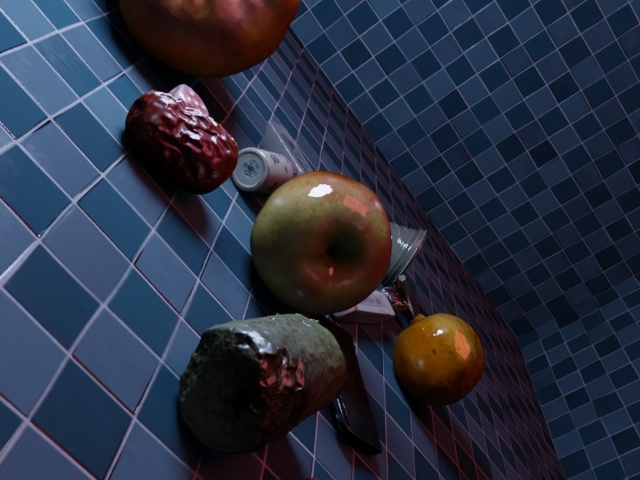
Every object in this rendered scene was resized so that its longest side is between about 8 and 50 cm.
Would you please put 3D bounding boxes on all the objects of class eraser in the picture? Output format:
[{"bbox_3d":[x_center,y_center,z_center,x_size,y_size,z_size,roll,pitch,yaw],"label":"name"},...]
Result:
[{"bbox_3d":[0.112,0.178,1.849,0.352,0.061,0.089,17,44,-63],"label":"eraser"},{"bbox_3d":[-0.066,-0.184,1.933,0.353,0.077,0.111,59,17,19],"label":"eraser"}]

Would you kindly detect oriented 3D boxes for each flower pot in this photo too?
[{"bbox_3d":[0.241,0.028,2.239,0.140,0.236,0.235,35,18,3],"label":"flower pot"}]

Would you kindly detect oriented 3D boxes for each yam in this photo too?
[{"bbox_3d":[-0.087,0.214,1.073,0.195,0.195,0.300,61,17,11],"label":"yam"}]

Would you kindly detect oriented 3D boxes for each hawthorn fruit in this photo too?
[{"bbox_3d":[-0.279,-0.615,1.631,0.472,0.471,0.472,49,20,-24],"label":"hawthorn fruit"}]

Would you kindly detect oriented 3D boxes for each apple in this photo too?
[{"bbox_3d":[0.000,0.000,1.472,0.319,0.319,0.277,48,0,-26],"label":"apple"}]

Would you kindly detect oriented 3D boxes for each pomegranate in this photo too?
[{"bbox_3d":[0.326,0.324,1.862,0.264,0.264,0.264,49,20,-24],"label":"pomegranate"}]

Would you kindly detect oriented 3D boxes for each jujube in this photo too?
[{"bbox_3d":[-0.274,-0.193,1.332,0.230,0.155,0.155,37,26,-34],"label":"jujube"}]

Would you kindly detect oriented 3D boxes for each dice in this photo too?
[{"bbox_3d":[-0.307,-0.277,1.467,0.094,0.093,0.091,49,19,-23],"label":"dice"}]

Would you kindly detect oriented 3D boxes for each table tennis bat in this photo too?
[{"bbox_3d":[0.288,0.209,2.198,0.138,0.022,0.247,-104,177,-53],"label":"table tennis bat"}]

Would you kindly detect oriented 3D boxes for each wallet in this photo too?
[{"bbox_3d":[0.051,0.312,1.497,0.172,0.045,0.318,43,22,-44],"label":"wallet"}]

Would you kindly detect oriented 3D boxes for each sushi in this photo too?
[{"bbox_3d":[0.221,0.189,2.076,0.150,0.090,0.078,24,41,-63],"label":"sushi"}]

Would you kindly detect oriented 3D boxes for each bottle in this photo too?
[{"bbox_3d":[-0.133,-0.174,1.721,0.110,0.110,0.233,60,19,9],"label":"bottle"}]

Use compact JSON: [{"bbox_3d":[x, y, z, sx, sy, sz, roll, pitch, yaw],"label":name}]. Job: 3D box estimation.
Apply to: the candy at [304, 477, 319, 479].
[{"bbox_3d":[-0.005,0.439,1.082,0.095,0.085,0.110,47,10,-10],"label":"candy"}]
